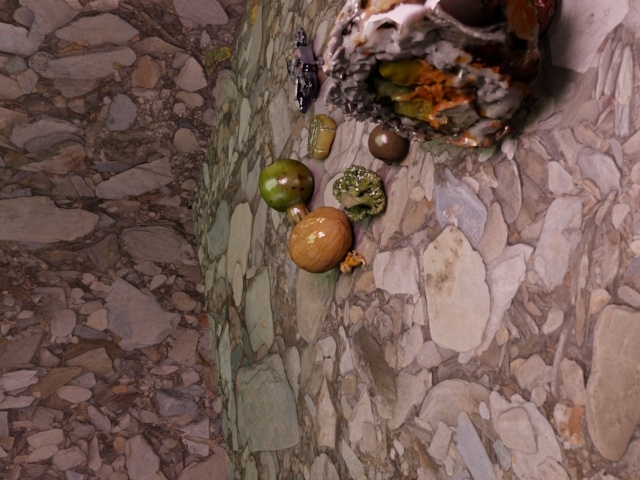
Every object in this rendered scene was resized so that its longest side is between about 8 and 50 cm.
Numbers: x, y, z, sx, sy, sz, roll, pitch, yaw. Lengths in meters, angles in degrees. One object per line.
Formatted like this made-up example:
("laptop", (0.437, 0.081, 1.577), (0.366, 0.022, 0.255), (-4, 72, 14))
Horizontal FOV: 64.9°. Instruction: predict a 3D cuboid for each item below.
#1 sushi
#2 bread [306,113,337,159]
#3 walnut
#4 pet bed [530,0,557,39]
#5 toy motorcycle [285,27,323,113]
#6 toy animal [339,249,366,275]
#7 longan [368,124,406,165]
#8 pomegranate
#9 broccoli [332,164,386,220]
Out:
("sushi", (0.199, -0.330, 0.942), (0.417, 0.418, 0.175), (-30, 42, 59))
("bread", (-0.002, -0.353, 1.728), (0.117, 0.064, 0.156), (45, 124, 59))
("walnut", (0.000, 0.000, 1.528), (0.225, 0.193, 0.193), (134, 135, -54))
("pet bed", (0.373, -0.437, 0.989), (0.201, 0.054, 0.201), (-172, 90, -69))
("toy motorcycle", (-0.067, -0.635, 1.877), (0.173, 0.108, 0.307), (123, 142, -59))
("toy animal", (0.093, 0.074, 1.482), (0.081, 0.060, 0.083), (31, 119, 22))
("longan", (0.175, -0.252, 1.319), (0.113, 0.092, 0.113), (22, 121, 42))
("pomegranate", (-0.106, -0.181, 1.784), (0.159, 0.190, 0.240), (-24, 60, 33))
("broccoli", (0.111, -0.129, 1.396), (0.162, 0.138, 0.146), (43, 127, 8))
